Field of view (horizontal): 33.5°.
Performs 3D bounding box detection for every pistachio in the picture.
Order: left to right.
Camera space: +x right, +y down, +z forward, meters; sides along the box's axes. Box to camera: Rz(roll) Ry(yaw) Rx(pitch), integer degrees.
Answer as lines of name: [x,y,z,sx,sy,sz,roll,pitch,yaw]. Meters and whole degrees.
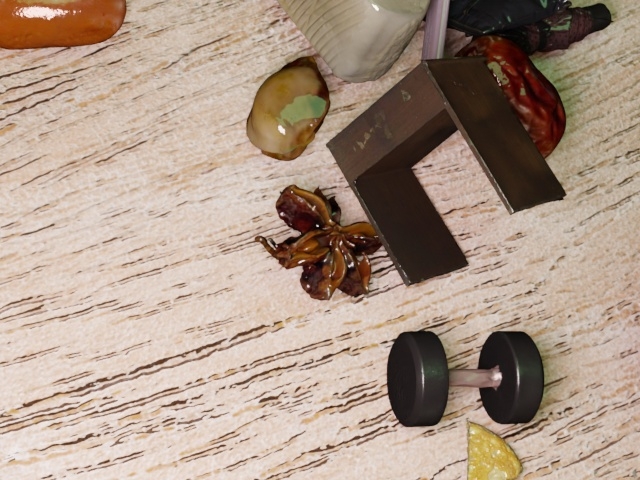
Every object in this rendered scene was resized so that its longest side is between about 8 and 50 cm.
pistachio: [-0.049,-0.231,1.838,0.165,0.130,0.210,-2,60,28]

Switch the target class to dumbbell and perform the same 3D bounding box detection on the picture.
dumbbell: [0.229,0.217,1.690,0.218,0.152,0.152,1,66,-15]

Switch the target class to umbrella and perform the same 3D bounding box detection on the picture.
umbrella: [0.434,-0.404,2.065,0.326,0.094,0.090,-19,87,-22]

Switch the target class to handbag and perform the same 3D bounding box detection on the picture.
handbag: [0.302,-0.446,1.999,0.211,0.089,0.254,-27,35,-22]

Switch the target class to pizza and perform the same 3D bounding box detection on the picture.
pizza: [0.258,0.357,1.706,0.123,0.026,0.108,42,65,3]

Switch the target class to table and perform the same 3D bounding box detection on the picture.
table: [0.207,-0.117,1.754,0.196,0.250,0.282,-14,70,-51]

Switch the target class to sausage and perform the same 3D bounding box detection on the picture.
sausage: [-0.454,-0.388,1.790,0.258,0.133,0.133,-5,68,-18]

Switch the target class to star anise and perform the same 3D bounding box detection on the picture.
star anise: [0.000,0.000,1.741,0.220,0.126,0.190,43,60,-20]

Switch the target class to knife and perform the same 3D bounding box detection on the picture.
knife: [0.210,-0.371,1.923,0.038,0.132,0.399,8,89,-15]

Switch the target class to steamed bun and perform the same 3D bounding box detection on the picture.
steamed bun: [0.052,-0.493,1.916,0.236,0.247,0.383,-27,76,-38]

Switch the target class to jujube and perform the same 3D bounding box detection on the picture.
jujube: [0.329,-0.240,1.894,0.243,0.183,0.183,45,59,-26]
